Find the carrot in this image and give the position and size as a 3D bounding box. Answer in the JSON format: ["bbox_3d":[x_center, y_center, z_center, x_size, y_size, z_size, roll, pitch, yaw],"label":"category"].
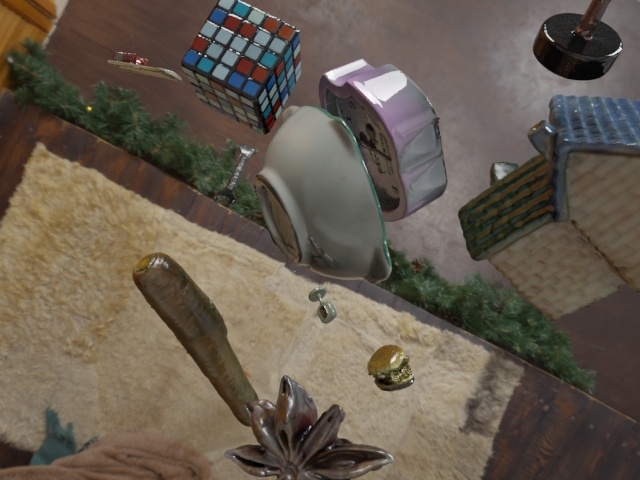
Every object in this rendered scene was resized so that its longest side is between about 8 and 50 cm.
[{"bbox_3d":[-0.154,0.156,0.668,0.070,0.070,0.343,-22,120,2],"label":"carrot"}]

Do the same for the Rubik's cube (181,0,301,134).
[{"bbox_3d":[-0.160,-0.369,1.009,0.184,0.182,0.187,25,81,4],"label":"Rubik's cube"}]

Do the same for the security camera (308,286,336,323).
[{"bbox_3d":[0.009,0.176,1.253,0.058,0.058,0.092,-35,51,2],"label":"security camera"}]

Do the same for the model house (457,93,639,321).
[{"bbox_3d":[0.568,-0.115,1.070,0.399,0.395,0.445,39,131,-8],"label":"model house"}]

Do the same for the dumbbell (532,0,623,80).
[{"bbox_3d":[0.493,-0.417,0.831,0.152,0.218,0.153,2,56,-3],"label":"dumbbell"}]

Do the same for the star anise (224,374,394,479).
[{"bbox_3d":[-0.027,0.282,0.573,0.231,0.089,0.209,-43,64,25],"label":"star anise"}]

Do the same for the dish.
[{"bbox_3d":[-0.016,-0.029,0.512,0.078,0.246,0.224,-25,68,-17],"label":"dish"}]

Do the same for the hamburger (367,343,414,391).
[{"bbox_3d":[0.246,0.455,1.662,0.159,0.185,0.132,-21,104,1],"label":"hamburger"}]

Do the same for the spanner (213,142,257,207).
[{"bbox_3d":[-0.204,-0.166,1.147,0.053,0.255,0.015,10,134,1],"label":"spanner"}]

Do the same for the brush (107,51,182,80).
[{"bbox_3d":[-0.491,-0.488,1.305,0.320,0.060,0.050,24,94,37],"label":"brush"}]

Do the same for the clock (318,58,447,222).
[{"bbox_3d":[0.119,-0.199,0.975,0.102,0.338,0.339,-28,90,-14],"label":"clock"}]
